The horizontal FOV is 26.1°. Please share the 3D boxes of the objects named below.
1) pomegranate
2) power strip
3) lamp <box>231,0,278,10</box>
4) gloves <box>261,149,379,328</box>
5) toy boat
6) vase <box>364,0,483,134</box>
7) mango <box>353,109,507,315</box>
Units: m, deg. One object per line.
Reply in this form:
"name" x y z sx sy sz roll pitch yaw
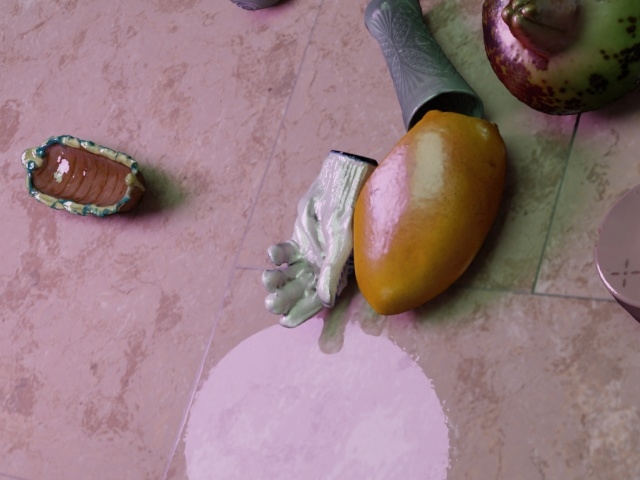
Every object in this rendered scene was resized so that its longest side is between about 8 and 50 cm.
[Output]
"pomegranate" 0.262 -0.236 1.486 0.214 0.248 0.214 6 101 32
"power strip" 0.359 0.015 1.384 0.154 0.078 0.154 -16 56 25
"lamp" -0.092 -0.370 1.910 0.105 0.105 0.105 -17 57 28
"gloves" 0.005 0.000 1.640 0.119 0.097 0.229 17 74 54
"toy boat" -0.310 -0.082 1.918 0.293 0.099 0.108 13 76 48
"vase" 0.118 -0.216 1.682 0.096 0.096 0.219 -35 47 16
"mango" 0.117 -0.032 1.557 0.154 0.126 0.252 27 92 22
